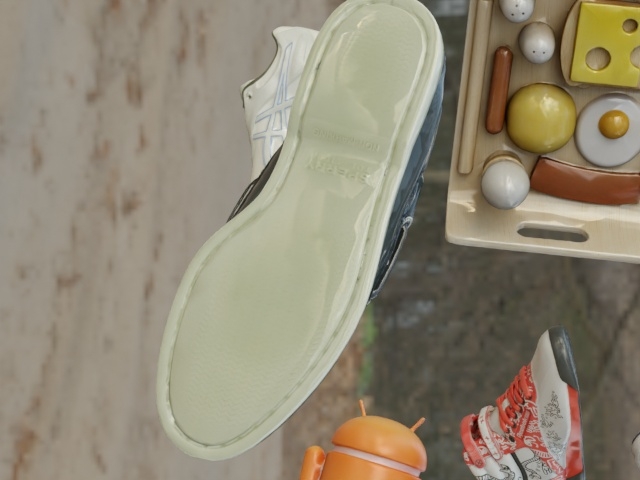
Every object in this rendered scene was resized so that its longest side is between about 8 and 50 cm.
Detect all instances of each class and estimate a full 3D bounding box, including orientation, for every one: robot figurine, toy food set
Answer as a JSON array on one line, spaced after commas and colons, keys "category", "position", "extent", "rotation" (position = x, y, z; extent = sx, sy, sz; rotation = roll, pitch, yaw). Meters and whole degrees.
[{"category": "robot figurine", "position": [0.060, 0.314, 2.040], "extent": [0.128, 0.158, 0.219], "rotation": [22, 79, -30]}, {"category": "toy food set", "position": [0.245, -0.131, 1.607], "extent": [0.092, 0.219, 0.306], "rotation": [-81, 176, -65]}]

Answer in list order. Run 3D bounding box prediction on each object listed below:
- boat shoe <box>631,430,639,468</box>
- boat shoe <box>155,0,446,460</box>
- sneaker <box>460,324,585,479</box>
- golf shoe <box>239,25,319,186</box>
[{"category": "boat shoe", "position": [0.453, 0.162, 1.822], "extent": [0.096, 0.267, 0.088], "rotation": [55, 4, -46]}, {"category": "boat shoe", "position": [-0.004, -0.002, 1.143], "extent": [0.113, 0.127, 0.340], "rotation": [44, 65, -71]}, {"category": "sneaker", "position": [0.236, 0.211, 1.955], "extent": [0.270, 0.145, 0.090], "rotation": [77, 9, -46]}, {"category": "golf shoe", "position": [-0.034, -0.091, 1.344], "extent": [0.176, 0.086, 0.069], "rotation": [-65, 160, 3]}]
